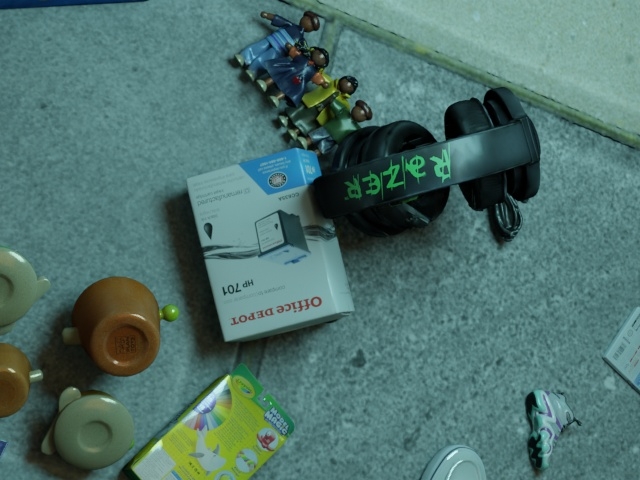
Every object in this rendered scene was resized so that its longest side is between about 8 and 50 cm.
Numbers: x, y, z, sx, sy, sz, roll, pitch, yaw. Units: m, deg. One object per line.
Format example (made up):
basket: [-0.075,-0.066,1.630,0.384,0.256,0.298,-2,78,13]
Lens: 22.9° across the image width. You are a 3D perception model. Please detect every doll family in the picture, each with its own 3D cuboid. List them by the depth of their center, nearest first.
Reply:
doll family: [-0.013,-0.188,1.863,0.111,0.076,0.193,-36,101,-6]

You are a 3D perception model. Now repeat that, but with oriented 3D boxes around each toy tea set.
toy tea set: [-0.320,0.095,1.671,0.336,0.124,0.200,27,99,-21]

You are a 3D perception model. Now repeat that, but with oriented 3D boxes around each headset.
headset: [0.147,-0.061,1.793,0.394,0.243,0.185,-23,98,-68]

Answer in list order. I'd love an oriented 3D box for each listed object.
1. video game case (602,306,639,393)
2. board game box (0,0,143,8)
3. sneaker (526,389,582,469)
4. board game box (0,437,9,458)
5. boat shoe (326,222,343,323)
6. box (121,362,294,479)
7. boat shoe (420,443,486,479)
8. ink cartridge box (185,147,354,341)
video game case: [0.426,0.157,2.029,0.122,0.011,0.087,43,66,-11]
board game box: [-0.343,-0.414,1.754,0.308,0.086,0.302,-7,82,-25]
sneaker: [0.291,0.232,1.938,0.069,0.038,0.098,3,79,-23]
board game box: [-0.423,0.267,1.611,0.136,0.035,0.201,31,69,-16]
boat shoe: [0.000,0.000,1.842,0.072,0.068,0.190,-17,88,-41]
box: [-0.120,0.229,1.752,0.179,0.043,0.105,-42,98,-23]
boat shoe: [0.158,0.362,1.827,0.095,0.084,0.258,13,75,-21]
ink cartridge box: [-0.056,0.007,1.770,0.139,0.082,0.191,-15,83,13]
